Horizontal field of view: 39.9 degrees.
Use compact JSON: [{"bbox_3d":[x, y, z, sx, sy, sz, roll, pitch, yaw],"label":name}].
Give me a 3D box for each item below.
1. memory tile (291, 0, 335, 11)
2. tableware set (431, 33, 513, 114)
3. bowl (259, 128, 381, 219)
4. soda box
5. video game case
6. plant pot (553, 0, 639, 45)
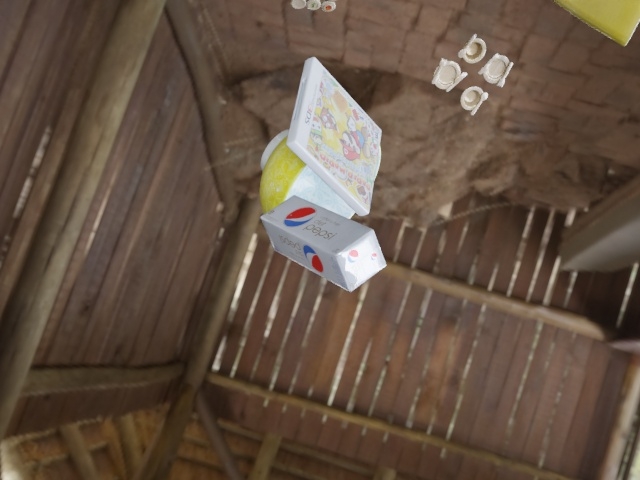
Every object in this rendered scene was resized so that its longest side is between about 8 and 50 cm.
[{"bbox_3d":[-0.004,-0.593,2.074,0.113,0.012,0.148,5,152,-14],"label":"memory tile"},{"bbox_3d":[0.327,-0.359,1.894,0.168,0.141,0.020,29,-162,-33],"label":"tableware set"},{"bbox_3d":[-0.030,-0.140,1.808,0.156,0.289,0.289,39,-176,27],"label":"bowl"},{"bbox_3d":[0.000,0.000,1.326,0.216,0.074,0.069,27,145,52],"label":"soda box"},{"bbox_3d":[0.031,-0.188,1.607,0.026,0.206,0.227,-16,138,34],"label":"video game case"},{"bbox_3d":[0.411,-0.436,1.332,0.187,0.212,0.212,23,-160,3],"label":"plant pot"}]
